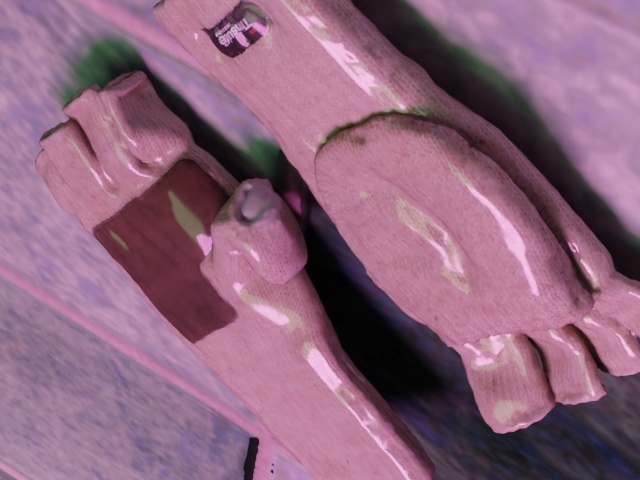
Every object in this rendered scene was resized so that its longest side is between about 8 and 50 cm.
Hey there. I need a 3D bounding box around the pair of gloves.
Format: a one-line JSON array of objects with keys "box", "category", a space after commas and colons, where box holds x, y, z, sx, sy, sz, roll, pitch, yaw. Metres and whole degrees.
[{"box": [0.000, 0.000, 0.646, 0.204, 0.042, 0.240, 46, 148, -5], "category": "pair of gloves"}]
